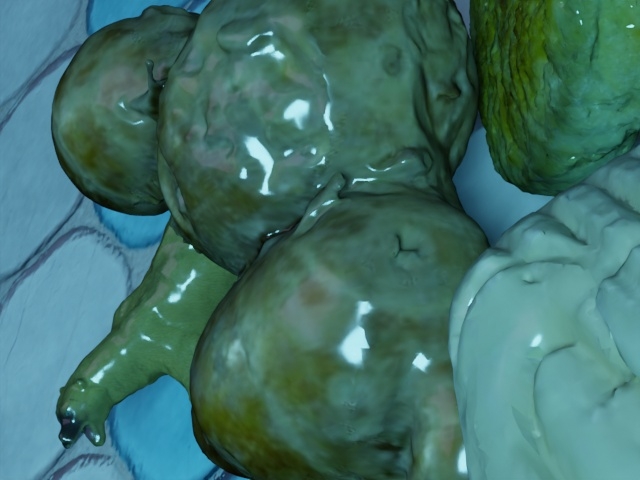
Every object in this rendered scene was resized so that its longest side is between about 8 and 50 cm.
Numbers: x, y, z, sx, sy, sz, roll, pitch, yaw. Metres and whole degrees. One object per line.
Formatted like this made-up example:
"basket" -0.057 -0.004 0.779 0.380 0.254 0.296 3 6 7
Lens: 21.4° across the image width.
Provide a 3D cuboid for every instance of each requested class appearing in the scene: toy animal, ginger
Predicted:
"toy animal" -0.078 0.038 1.042 0.218 0.101 0.103 -59 33 2
"ginger" 0.000 0.000 0.874 0.256 0.176 0.375 -40 58 26

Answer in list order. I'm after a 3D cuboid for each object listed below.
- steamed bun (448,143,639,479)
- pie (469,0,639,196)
"steamed bun" 0.237 0.057 0.449 0.368 0.255 0.342 -27 18 0
"pie" 0.122 -0.158 0.850 0.277 0.078 0.277 175 90 -86
